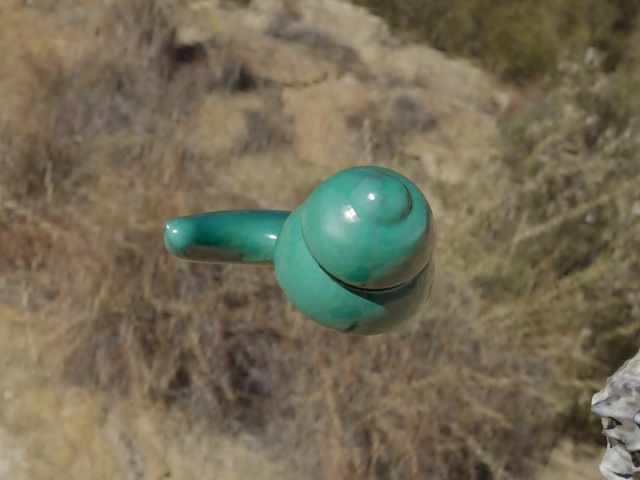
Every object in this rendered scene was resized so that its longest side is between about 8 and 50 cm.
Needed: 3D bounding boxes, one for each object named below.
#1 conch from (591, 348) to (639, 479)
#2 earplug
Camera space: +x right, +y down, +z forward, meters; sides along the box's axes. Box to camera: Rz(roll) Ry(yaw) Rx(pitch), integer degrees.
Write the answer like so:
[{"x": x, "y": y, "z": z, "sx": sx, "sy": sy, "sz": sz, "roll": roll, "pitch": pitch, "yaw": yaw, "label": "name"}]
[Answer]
[{"x": 0.330, "y": 0.102, "z": 1.196, "sx": 0.186, "sy": 0.240, "sz": 0.313, "roll": 45, "pitch": 69, "yaw": 1, "label": "conch"}, {"x": 0.000, "y": -0.007, "z": 1.661, "sx": 0.257, "sy": 0.280, "sz": 0.164, "roll": 43, "pitch": 57, "yaw": 3, "label": "earplug"}]
